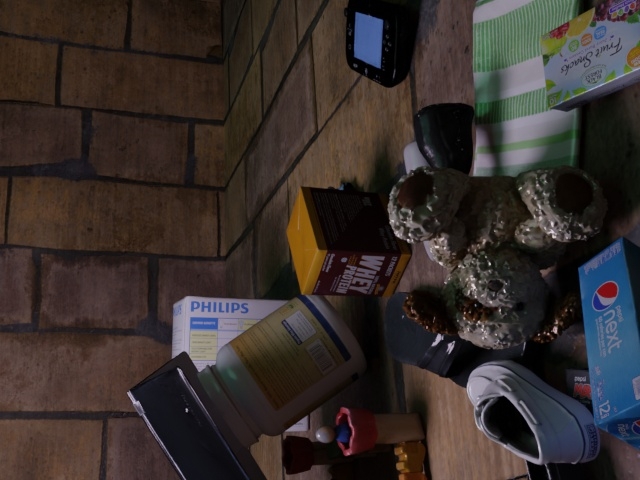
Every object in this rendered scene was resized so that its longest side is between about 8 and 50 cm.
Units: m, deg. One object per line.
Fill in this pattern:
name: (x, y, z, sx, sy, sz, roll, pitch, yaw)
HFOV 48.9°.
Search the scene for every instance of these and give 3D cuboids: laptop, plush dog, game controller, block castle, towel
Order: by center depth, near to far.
plush dog: (0.223, 0.029, 0.919, 0.210, 0.263, 0.225, 26, -115, -77)
towel: (0.289, -0.221, 1.018, 0.248, 0.038, 0.324, -179, 92, -71)
block castle: (0.037, 0.512, 1.387, 0.453, 0.213, 0.302, 130, 139, -60)
laptop: (-0.188, 0.402, 1.447, 0.381, 0.236, 0.408, 58, -163, 0)
game controller: (0.115, -0.435, 1.523, 0.319, 0.067, 0.166, -125, 42, -62)

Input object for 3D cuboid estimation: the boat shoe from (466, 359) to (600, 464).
boat shoe: (0.236, 0.211, 0.883, 0.258, 0.084, 0.095, 178, 86, -75)

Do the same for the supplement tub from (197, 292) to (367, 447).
supplement tub: (-0.083, 0.278, 1.527, 0.228, 0.316, 0.228, 54, 169, 15)

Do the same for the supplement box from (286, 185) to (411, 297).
supplement box: (0.052, 0.004, 1.441, 0.191, 0.194, 0.129, -106, 27, -44)

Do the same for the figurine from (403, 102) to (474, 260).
figurine: (0.194, -0.082, 1.137, 0.215, 0.093, 0.209, 93, 174, -75)

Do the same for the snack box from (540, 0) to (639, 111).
snack box: (0.334, -0.225, 0.842, 0.141, 0.037, 0.100, -21, 70, 57)

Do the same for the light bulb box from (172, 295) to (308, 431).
light bulb box: (-0.229, 0.348, 1.973, 0.225, 0.358, 0.360, 155, 117, -67)

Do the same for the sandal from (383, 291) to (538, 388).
sandal: (0.189, 0.157, 1.145, 0.446, 0.107, 0.167, 161, 109, -68)

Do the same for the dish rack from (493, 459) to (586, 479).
dish rack: (0.271, 0.402, 0.926, 0.271, 0.074, 0.208, 124, 145, -57)

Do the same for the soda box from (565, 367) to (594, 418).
soda box: (0.344, 0.172, 0.771, 0.169, 0.053, 0.060, 157, 114, -70)

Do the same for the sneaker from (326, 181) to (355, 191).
sneaker: (0.058, -0.105, 1.681, 0.073, 0.064, 0.162, -65, 27, 8)

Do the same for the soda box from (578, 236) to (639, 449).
soda box: (0.317, 0.099, 0.708, 0.067, 0.071, 0.210, -48, 19, 42)
